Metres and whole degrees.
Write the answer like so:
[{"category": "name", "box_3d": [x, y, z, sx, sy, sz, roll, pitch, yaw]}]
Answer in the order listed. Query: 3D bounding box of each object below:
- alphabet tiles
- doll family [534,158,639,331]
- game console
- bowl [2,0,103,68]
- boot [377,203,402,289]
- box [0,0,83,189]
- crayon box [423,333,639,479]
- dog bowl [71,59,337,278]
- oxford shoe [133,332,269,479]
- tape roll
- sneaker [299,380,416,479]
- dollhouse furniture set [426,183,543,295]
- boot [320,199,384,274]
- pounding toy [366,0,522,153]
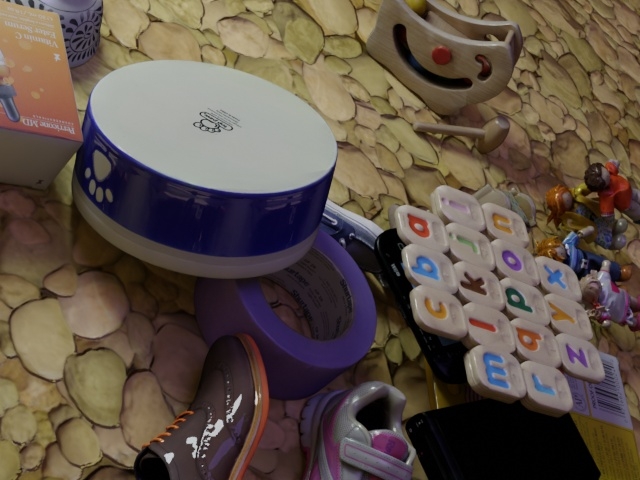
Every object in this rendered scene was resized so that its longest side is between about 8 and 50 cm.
[{"category": "alphabet tiles", "box_3d": [0.203, 0.065, 1.449, 0.278, 0.021, 0.284, 18, 46, -30]}, {"category": "doll family", "box_3d": [0.376, 0.010, 1.799, 0.163, 0.118, 0.263, 25, 62, -35]}, {"category": "game console", "box_3d": [0.156, 0.138, 1.398, 0.213, 0.044, 0.361, -5, 60, -41]}, {"category": "bowl", "box_3d": [-0.303, -0.281, 1.415, 0.170, 0.080, 0.170, 25, 44, -27]}, {"category": "boot", "box_3d": [0.090, 0.009, 1.572, 0.087, 0.042, 0.118, -12, 60, -39]}, {"category": "box", "box_3d": [-0.326, -0.151, 1.277, 0.130, 0.091, 0.170, 8, 53, -39]}, {"category": "crayon box", "box_3d": [0.234, 0.195, 1.515, 0.318, 0.081, 0.202, 22, 46, -29]}, {"category": "dog bowl", "box_3d": [-0.119, -0.080, 1.319, 0.265, 0.104, 0.265, 12, 33, -8]}, {"category": "oxford shoe", "box_3d": [-0.115, 0.189, 1.192, 0.098, 0.097, 0.271, 24, 45, -19]}, {"category": "tape roll", "box_3d": [-0.037, 0.071, 1.370, 0.189, 0.080, 0.189, 24, 44, -26]}, {"category": "sneaker", "box_3d": [0.036, 0.240, 1.271, 0.103, 0.111, 0.252, 24, 45, -27]}, {"category": "dollhouse furniture set", "box_3d": [0.226, 0.018, 1.600, 0.161, 0.101, 0.182, 60, 23, 14]}, {"category": "boot", "box_3d": [0.000, 0.000, 1.483, 0.190, 0.069, 0.086, 33, 48, -6]}, {"category": "pounding toy", "box_3d": [0.184, -0.246, 1.776, 0.269, 0.154, 0.155, 40, 40, -10]}]
